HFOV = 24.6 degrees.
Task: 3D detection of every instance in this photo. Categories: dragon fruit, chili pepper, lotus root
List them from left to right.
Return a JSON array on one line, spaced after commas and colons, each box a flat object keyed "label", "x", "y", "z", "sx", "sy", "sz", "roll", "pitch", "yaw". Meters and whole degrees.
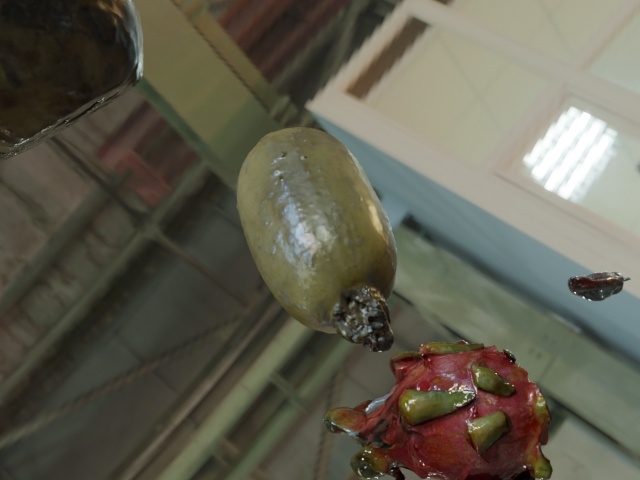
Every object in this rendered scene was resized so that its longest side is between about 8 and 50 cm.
[{"label": "lotus root", "x": -0.288, "y": -0.174, "z": 1.210, "sx": 0.316, "sy": 0.316, "sz": 0.250, "roll": -41, "pitch": -75, "yaw": -14}, {"label": "lotus root", "x": 0.000, "y": 0.000, "z": 1.772, "sx": 0.169, "sy": 0.342, "sz": 0.151, "roll": -32, "pitch": -42, "yaw": 10}, {"label": "dragon fruit", "x": 0.098, "y": 0.149, "z": 1.217, "sx": 0.150, "sy": 0.208, "sz": 0.133, "roll": -5, "pitch": -91, "yaw": -63}, {"label": "chili pepper", "x": 0.399, "y": 0.065, "z": 2.111, "sx": 0.153, "sy": 0.041, "sz": 0.050, "roll": -4, "pitch": -45, "yaw": -54}]
